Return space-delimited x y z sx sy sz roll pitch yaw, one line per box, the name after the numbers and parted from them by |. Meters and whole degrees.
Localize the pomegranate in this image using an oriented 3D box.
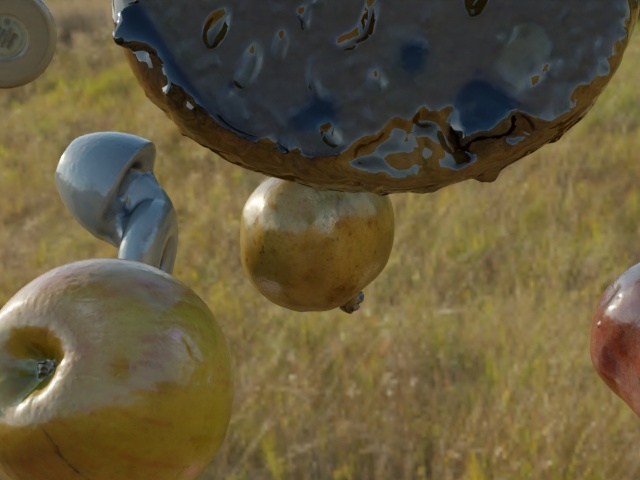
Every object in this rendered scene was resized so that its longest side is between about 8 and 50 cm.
0.000 0.000 1.337 0.196 0.196 0.196 -6 13 1 | pomegranate

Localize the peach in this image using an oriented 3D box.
0.298 0.077 0.948 0.152 0.152 0.152 -6 13 1 | peach

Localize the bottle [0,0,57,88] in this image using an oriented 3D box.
-0.324 -0.204 1.165 0.097 0.110 0.209 -37 25 -11 | bottle

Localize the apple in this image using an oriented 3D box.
-0.235 0.155 1.267 0.286 0.286 0.233 5 -12 39 | apple

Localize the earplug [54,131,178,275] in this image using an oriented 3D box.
-0.323 -0.025 1.944 0.175 0.325 0.214 -18 -4 1 | earplug

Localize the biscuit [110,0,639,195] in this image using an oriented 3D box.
0.028 -0.155 0.642 0.296 0.296 0.075 -6 -14 1 | biscuit
